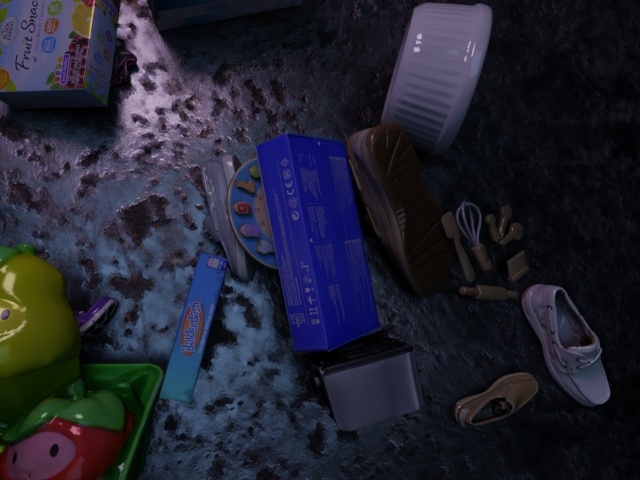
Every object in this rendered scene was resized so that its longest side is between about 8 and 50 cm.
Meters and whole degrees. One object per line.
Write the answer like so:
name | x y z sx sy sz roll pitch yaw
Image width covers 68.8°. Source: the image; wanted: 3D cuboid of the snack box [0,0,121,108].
snack box | -0.433 -0.324 0.765 0.175 0.070 0.206 2 80 10

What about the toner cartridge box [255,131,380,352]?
toner cartridge box | 0.000 0.000 0.801 0.165 0.075 0.347 -7 86 -54

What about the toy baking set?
toy baking set | 0.322 0.023 0.923 0.257 0.030 0.196 3 86 -32

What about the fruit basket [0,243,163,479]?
fruit basket | -0.403 0.206 0.587 0.393 0.283 0.391 -1 113 -3

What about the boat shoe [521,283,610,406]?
boat shoe | 0.508 0.215 0.936 0.098 0.096 0.276 -31 91 -17

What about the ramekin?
ramekin | 0.198 -0.297 0.853 0.127 0.273 0.272 15 78 1

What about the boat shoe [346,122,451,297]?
boat shoe | 0.148 -0.051 0.881 0.122 0.110 0.340 -29 107 -27

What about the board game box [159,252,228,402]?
board game box | -0.196 0.132 0.740 0.047 0.160 0.210 15 78 -11

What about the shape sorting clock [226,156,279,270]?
shape sorting clock | -0.073 -0.049 0.820 0.206 0.040 0.206 18 65 -44

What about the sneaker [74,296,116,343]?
sneaker | -0.406 0.138 0.736 0.170 0.068 0.071 -35 86 -15

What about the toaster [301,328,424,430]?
toaster | 0.073 0.229 0.791 0.186 0.168 0.110 -12 88 -14

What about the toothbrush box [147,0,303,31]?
toothbrush box | -0.162 -0.500 0.810 0.296 0.216 0.126 -20 88 -17

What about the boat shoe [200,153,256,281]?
boat shoe | -0.166 -0.036 0.823 0.081 0.079 0.227 -10 86 9

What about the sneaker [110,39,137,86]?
sneaker | -0.365 -0.291 0.821 0.057 0.047 0.119 32 77 -20

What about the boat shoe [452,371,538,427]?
boat shoe | 0.351 0.312 0.895 0.190 0.072 0.068 -22 88 -16
